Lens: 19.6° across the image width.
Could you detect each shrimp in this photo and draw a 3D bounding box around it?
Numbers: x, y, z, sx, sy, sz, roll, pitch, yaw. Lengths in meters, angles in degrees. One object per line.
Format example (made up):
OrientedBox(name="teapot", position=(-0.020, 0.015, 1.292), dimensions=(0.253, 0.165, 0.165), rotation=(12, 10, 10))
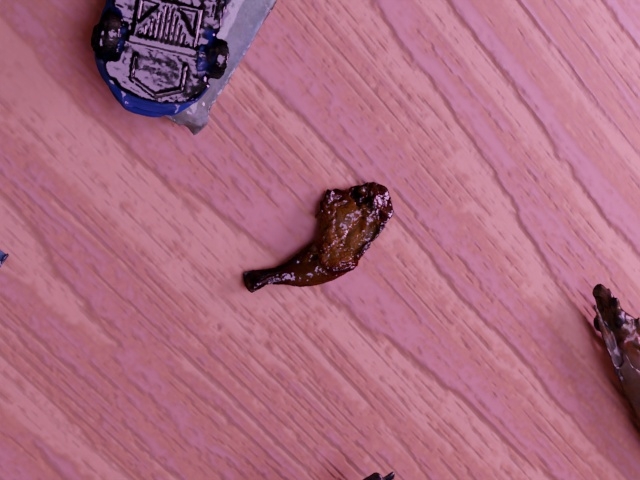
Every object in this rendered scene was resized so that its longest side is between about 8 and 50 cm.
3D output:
OrientedBox(name="shrimp", position=(0.326, 0.113, 1.721), dimensions=(0.143, 0.052, 0.251), rotation=(-53, 128, -23))

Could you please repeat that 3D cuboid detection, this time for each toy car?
OrientedBox(name="toy car", position=(-0.114, -0.199, 1.388), dimensions=(0.103, 0.063, 0.216), rotation=(11, 88, -21))

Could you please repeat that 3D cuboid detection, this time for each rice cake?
OrientedBox(name="rice cake", position=(-0.063, -0.181, 1.443), dimensions=(0.043, 0.034, 0.211), rotation=(34, 82, -33))

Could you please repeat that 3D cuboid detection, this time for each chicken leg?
OrientedBox(name="chicken leg", position=(0.003, 0.004, 1.516), dimensions=(0.062, 0.037, 0.145), rotation=(46, 74, -6))

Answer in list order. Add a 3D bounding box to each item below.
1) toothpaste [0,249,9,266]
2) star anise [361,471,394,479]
OrientedBox(name="toothpaste", position=(-0.335, -0.061, 1.288), dimensions=(0.272, 0.066, 0.053), rotation=(45, 76, -29))
OrientedBox(name="star anise", position=(-0.014, 0.307, 1.538), dimensions=(0.272, 0.102, 0.272), rotation=(-33, 132, -46))
